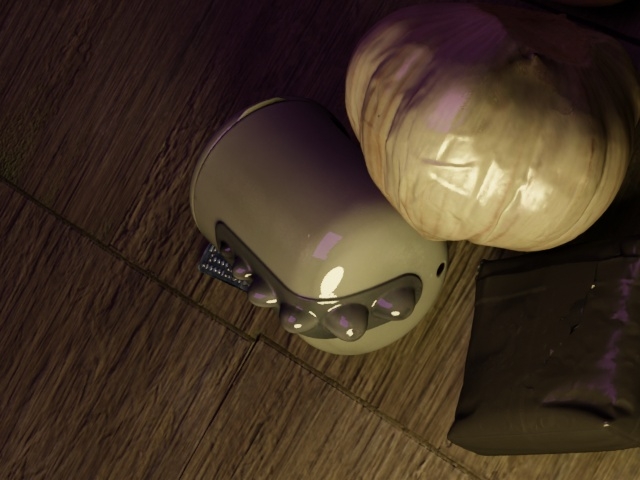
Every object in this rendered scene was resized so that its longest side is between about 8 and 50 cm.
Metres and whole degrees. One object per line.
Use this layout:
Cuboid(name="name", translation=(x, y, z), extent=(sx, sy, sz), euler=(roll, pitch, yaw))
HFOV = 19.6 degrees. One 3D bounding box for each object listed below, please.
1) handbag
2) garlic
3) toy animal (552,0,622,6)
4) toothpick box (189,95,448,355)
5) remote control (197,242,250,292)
Cuboid(name="handbag", translation=(0.240, 0.106, 1.904), extent=(0.247, 0.080, 0.223), euler=(-10, 64, 45))
Cuboid(name="garlic", translation=(0.184, -0.111, 1.924), extent=(0.259, 0.317, 0.317), euler=(-60, 42, 28))
Cuboid(name="toy animal", translation=(0.270, -0.370, 2.033), extent=(0.256, 0.195, 0.213), euler=(27, 103, 39))
Cuboid(name="toothpick box", translation=(0.000, 0.000, 2.080), extent=(0.229, 0.229, 0.316), euler=(-52, 46, 9))
Cuboid(name="remote control", translation=(-0.096, 0.041, 2.283), extent=(0.152, 0.027, 0.043), euler=(25, 93, 47))
